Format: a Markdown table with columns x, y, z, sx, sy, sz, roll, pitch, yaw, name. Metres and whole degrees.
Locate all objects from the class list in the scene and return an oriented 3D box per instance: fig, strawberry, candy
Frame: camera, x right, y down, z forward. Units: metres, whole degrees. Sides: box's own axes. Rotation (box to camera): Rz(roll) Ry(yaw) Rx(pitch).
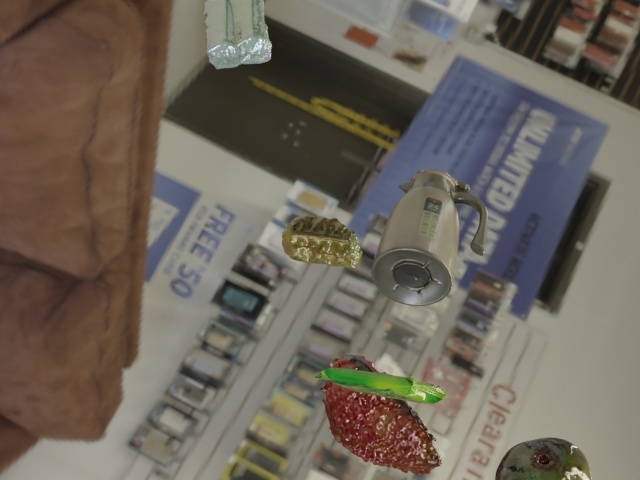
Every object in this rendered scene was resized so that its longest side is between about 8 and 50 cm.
| x | y | z | sx | sy | sz | roll | pitch | yaw | name |
| --- | --- | --- | --- | --- | --- | --- | --- | --- | --- |
| 0.353 | 0.411 | 1.588 | 0.149 | 0.149 | 0.245 | -57 | 146 | -36 | fig |
| 0.102 | 0.359 | 1.987 | 0.138 | 0.233 | 0.306 | -28 | -158 | -16 | strawberry |
| 0.090 | 0.219 | 1.537 | 0.102 | 0.178 | 0.032 | 30 | 68 | -48 | candy |

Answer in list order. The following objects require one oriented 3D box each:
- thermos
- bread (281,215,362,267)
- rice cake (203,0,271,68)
| x | y | z | sx | sy | sz | roll | pitch | yaw | name |
| --- | --- | --- | --- | --- | --- | --- | --- | --- | --- |
| 0.153 | -0.014 | 1.348 | 0.193 | 0.137 | 0.105 | -70 | 159 | -45 | thermos |
| 0.000 | 0.000 | 1.374 | 0.060 | 0.110 | 0.066 | 22 | 77 | -67 | bread |
| -0.108 | -0.275 | 1.307 | 0.226 | 0.085 | 0.040 | -102 | 178 | -60 | rice cake |
